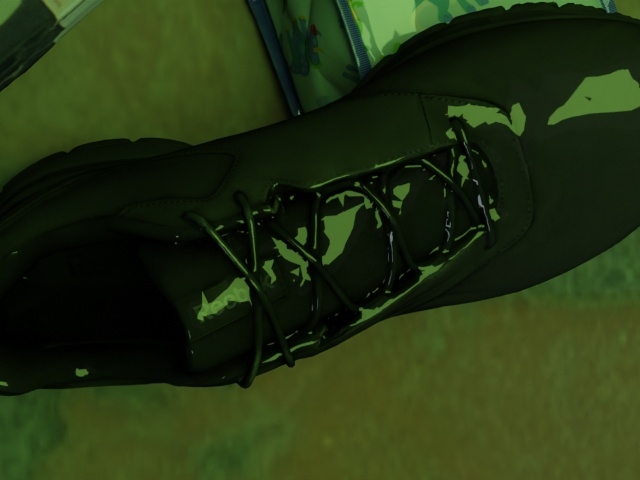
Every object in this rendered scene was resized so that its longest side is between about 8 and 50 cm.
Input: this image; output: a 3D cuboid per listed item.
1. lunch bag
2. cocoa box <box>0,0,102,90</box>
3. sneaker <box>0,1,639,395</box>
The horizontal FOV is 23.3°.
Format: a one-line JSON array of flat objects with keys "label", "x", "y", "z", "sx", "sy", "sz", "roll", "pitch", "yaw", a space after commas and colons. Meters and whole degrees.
[{"label": "lunch bag", "x": 0.058, "y": -0.066, "z": 0.652, "sx": 0.129, "sy": 0.096, "sz": 0.151, "roll": -22, "pitch": 87, "yaw": -23}, {"label": "cocoa box", "x": -0.249, "y": -0.142, "z": 0.447, "sx": 0.228, "sy": 0.231, "sz": 0.347, "roll": -44, "pitch": 105, "yaw": -16}, {"label": "sneaker", "x": 0.000, "y": 0.000, "z": 0.544, "sx": 0.286, "sy": 0.130, "sz": 0.109, "roll": -19, "pitch": 103, "yaw": 12}]
